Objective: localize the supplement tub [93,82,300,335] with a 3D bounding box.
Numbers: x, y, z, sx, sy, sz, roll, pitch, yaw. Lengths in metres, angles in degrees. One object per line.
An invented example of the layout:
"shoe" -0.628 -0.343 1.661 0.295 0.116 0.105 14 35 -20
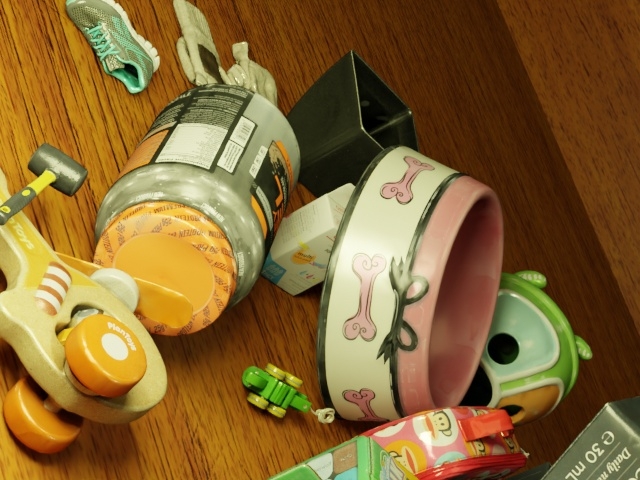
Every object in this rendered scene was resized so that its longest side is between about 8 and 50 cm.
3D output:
"supplement tub" -0.151 -0.040 1.742 0.207 0.207 0.338 54 26 -19

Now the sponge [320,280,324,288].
"sponge" 0.050 0.047 2.275 0.117 0.031 0.210 59 23 -7

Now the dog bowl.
"dog bowl" 0.142 0.075 2.027 0.408 0.150 0.408 13 90 -69

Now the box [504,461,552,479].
"box" 0.308 0.461 2.207 0.108 0.153 0.207 57 25 -12

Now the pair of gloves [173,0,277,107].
"pair of gloves" -0.136 -0.253 2.206 0.240 0.042 0.204 38 33 -45

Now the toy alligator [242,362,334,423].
"toy alligator" -0.052 0.202 1.885 0.051 0.056 0.189 28 -3 42

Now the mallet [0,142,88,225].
"mallet" -0.294 -0.048 1.490 0.062 0.039 0.190 31 23 -8

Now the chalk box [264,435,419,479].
"chalk box" 0.034 0.372 1.715 0.289 0.180 0.179 43 30 -34

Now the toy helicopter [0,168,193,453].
"toy helicopter" -0.282 0.037 1.500 0.355 0.140 0.235 52 29 8

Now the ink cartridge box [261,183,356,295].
"ink cartridge box" 0.000 0.000 2.035 0.104 0.181 0.062 34 35 -47

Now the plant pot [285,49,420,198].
"plant pot" 0.045 -0.160 2.318 0.188 0.167 0.187 39 33 -40

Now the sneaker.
"sneaker" -0.278 -0.263 1.905 0.166 0.065 0.076 42 35 -35

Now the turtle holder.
"turtle holder" 0.277 0.163 2.363 0.227 0.243 0.320 -27 98 -50

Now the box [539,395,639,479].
"box" 0.427 0.526 1.793 0.472 0.480 0.297 43 17 23

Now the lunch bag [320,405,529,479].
"lunch bag" 0.151 0.296 1.932 0.293 0.258 0.120 11 54 -60
